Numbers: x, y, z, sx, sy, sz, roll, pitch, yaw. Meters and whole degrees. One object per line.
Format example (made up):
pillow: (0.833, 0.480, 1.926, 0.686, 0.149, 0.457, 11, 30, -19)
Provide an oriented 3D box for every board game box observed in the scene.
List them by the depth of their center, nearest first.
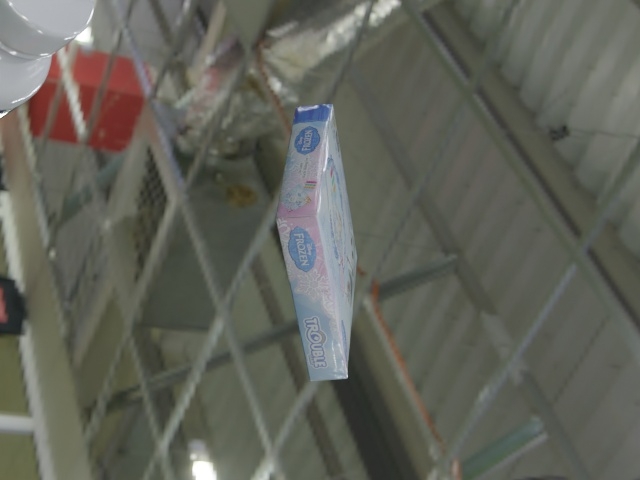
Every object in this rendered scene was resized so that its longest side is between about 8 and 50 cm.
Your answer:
board game box: (0.000, 0.000, 0.588, 0.090, 0.020, 0.090, -84, 167, -54)

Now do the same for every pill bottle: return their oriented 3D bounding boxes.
pill bottle: (-0.230, -0.117, 0.794, 0.187, 0.112, 0.112, -26, -124, 32)
